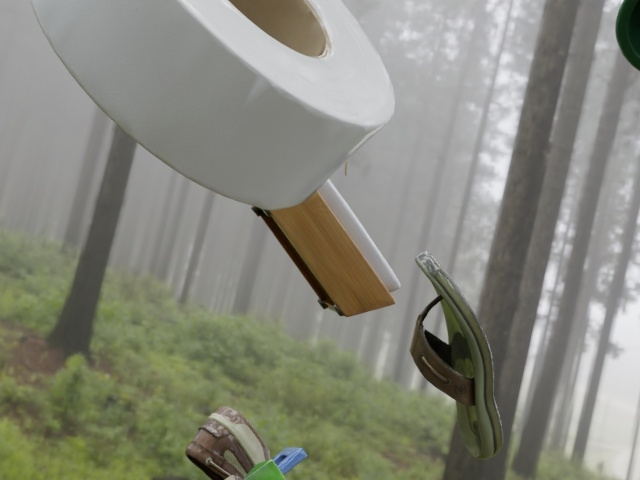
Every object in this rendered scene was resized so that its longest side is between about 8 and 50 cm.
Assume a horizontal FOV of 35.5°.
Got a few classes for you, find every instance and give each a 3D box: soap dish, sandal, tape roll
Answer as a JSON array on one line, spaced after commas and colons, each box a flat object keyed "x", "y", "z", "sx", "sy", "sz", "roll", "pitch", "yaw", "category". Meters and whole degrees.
[{"x": 0.000, "y": 0.000, "z": 1.737, "sx": 0.291, "sy": 0.118, "sz": 0.229, "roll": 54, "pitch": -8, "yaw": -8, "category": "soap dish"}, {"x": 0.162, "y": 0.158, "z": 1.255, "sx": 0.086, "sy": 0.303, "sz": 0.120, "roll": -17, "pitch": 23, "yaw": -5, "category": "sandal"}, {"x": -0.077, "y": -0.162, "z": 0.767, "sx": 0.286, "sy": 0.100, "sz": 0.286, "roll": 35, "pitch": 28, "yaw": -23, "category": "tape roll"}]

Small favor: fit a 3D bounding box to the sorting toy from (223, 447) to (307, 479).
[{"x": -0.168, "y": 0.307, "z": 1.029, "sx": 0.047, "sy": 0.347, "sz": 0.196, "roll": 55, "pitch": -5, "yaw": -1, "category": "sorting toy"}]

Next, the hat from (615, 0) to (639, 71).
[{"x": 0.552, "y": -0.378, "z": 1.526, "sx": 0.173, "sy": 0.183, "sz": 0.208, "roll": 19, "pitch": -47, "yaw": 7, "category": "hat"}]

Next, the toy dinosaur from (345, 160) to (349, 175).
[{"x": 0.024, "y": -0.158, "z": 1.164, "sx": 0.053, "sy": 0.092, "sz": 0.183, "roll": -22, "pitch": 34, "yaw": 4, "category": "toy dinosaur"}]

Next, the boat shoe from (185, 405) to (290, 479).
[{"x": -0.087, "y": 0.338, "z": 1.287, "sx": 0.257, "sy": 0.095, "sz": 0.095, "roll": 56, "pitch": -30, "yaw": -14, "category": "boat shoe"}]
